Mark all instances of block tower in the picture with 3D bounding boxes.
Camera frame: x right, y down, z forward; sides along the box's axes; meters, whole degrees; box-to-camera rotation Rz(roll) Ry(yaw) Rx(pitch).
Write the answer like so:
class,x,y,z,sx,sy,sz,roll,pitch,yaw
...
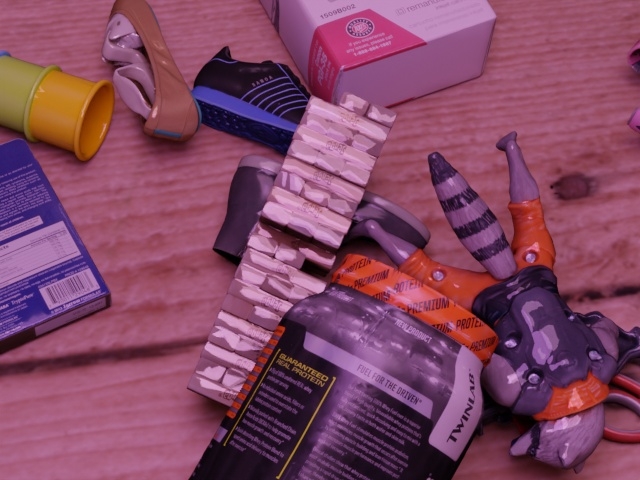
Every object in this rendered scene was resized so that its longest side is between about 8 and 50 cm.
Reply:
class,x,y,z,sx,sy,sz,roll,pitch,yaw
block tower,-0.030,0.015,1.487,0.091,0.097,0.335,23,79,0

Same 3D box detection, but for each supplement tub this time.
class,x,y,z,sx,sy,sz,roll,pitch,yaw
supplement tub,0.010,0.196,1.322,0.207,0.207,0.338,29,83,13

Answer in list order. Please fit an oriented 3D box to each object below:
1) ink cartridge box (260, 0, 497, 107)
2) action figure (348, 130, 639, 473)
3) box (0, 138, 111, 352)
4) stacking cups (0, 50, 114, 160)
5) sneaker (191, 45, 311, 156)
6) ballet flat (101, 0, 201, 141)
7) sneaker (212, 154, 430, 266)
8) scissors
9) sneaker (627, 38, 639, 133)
class,x,y,z,sx,sy,sz,roll,pitch,yaw
ink cartridge box,0.046,-0.300,1.728,0.207,0.117,0.283,-21,63,-16
action figure,0.156,0.092,1.455,0.341,0.178,0.330,-28,75,-13
box,-0.331,0.002,1.564,0.136,0.036,0.225,-24,64,-18
stacking cups,-0.394,-0.177,1.638,0.316,0.096,0.096,17,59,8
sneaker,-0.035,-0.148,1.651,0.232,0.081,0.090,24,67,11
ballet flat,-0.206,-0.203,1.657,0.073,0.080,0.232,-4,47,-34
sneaker,0.000,0.000,1.579,0.222,0.083,0.118,19,76,2
scissors,0.408,0.215,1.500,0.297,0.021,0.109,30,59,15
sneaker,0.431,-0.246,1.729,0.131,0.112,0.319,10,58,-1
